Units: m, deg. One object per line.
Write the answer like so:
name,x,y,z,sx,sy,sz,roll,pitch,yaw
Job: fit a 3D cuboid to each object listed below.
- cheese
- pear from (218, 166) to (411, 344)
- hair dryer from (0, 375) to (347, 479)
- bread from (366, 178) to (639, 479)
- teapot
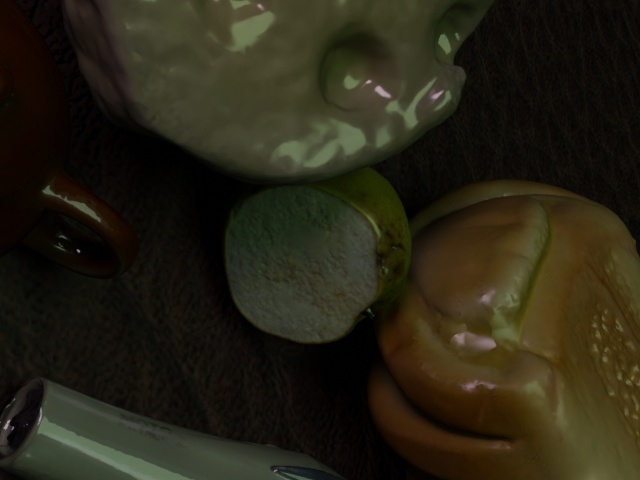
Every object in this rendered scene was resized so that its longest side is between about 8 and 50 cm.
cheese,-0.014,-0.195,0.589,0.318,0.115,0.326,28,93,-38
pear,0.000,0.000,0.713,0.104,0.141,0.141,-39,113,-65
hair dryer,-0.071,0.197,0.563,0.296,0.119,0.298,40,19,-10
bread,0.153,0.095,0.808,0.270,0.211,0.316,56,40,-13
teapot,-0.189,-0.055,0.510,0.252,0.135,0.178,43,58,-33
